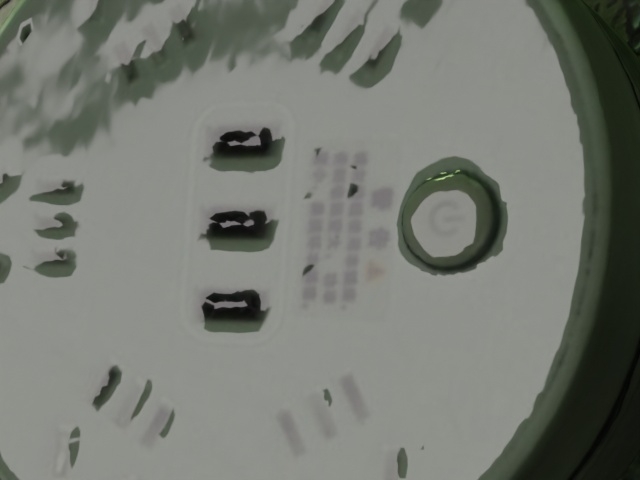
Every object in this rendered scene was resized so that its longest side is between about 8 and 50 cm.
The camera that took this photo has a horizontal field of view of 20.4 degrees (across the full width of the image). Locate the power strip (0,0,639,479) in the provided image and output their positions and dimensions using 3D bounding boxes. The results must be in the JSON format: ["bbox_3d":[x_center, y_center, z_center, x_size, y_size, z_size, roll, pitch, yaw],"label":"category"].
[{"bbox_3d":[-0.015,0.002,0.832,0.357,0.161,0.358,-4,81,26],"label":"power strip"}]
